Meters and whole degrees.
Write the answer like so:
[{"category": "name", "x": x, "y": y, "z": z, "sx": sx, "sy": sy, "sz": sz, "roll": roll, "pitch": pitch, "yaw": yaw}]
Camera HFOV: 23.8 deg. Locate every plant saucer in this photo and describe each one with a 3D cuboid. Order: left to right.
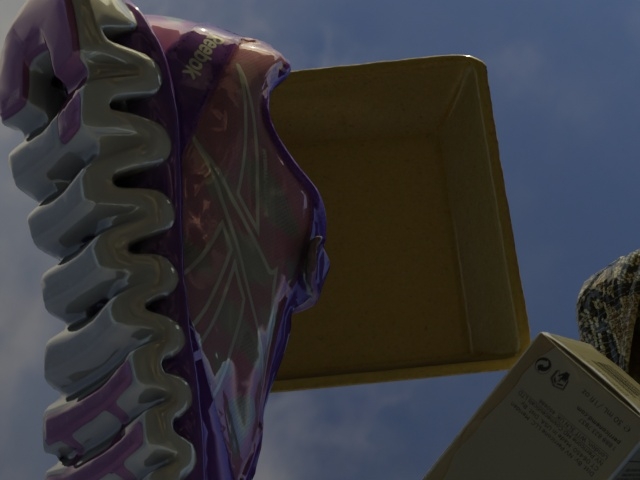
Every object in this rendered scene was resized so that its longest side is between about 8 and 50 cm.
[{"category": "plant saucer", "x": 0.000, "y": 0.000, "z": 1.348, "sx": 0.333, "sy": 0.081, "sz": 0.332, "roll": -6, "pitch": -124, "yaw": 2}]

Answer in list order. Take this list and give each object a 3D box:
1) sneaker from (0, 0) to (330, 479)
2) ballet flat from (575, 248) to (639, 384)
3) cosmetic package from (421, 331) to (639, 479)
[{"category": "sneaker", "x": -0.040, "y": 0.023, "z": 0.520, "sx": 0.104, "sy": 0.095, "sz": 0.236, "roll": -1, "pitch": -102, "yaw": -33}, {"category": "ballet flat", "x": 0.334, "y": 0.215, "z": 1.434, "sx": 0.164, "sy": 0.182, "sz": 0.482, "roll": 10, "pitch": -119, "yaw": -19}, {"category": "cosmetic package", "x": 0.134, "y": 0.226, "z": 1.170, "sx": 0.113, "sy": 0.160, "sz": 0.309, "roll": 42, "pitch": -81, "yaw": 23}]
